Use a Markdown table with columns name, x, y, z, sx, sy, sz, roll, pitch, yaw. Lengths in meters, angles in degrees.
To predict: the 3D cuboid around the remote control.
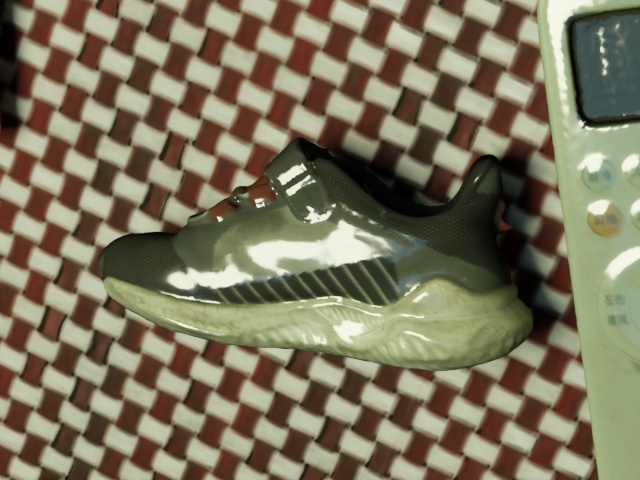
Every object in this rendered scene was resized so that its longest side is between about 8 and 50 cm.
| name | x | y | z | sx | sy | sz | roll | pitch | yaw |
| --- | --- | --- | --- | --- | --- | --- | --- | --- | --- |
| remote control | 0.169 | 0.009 | 0.929 | 0.090 | 0.038 | 0.310 | -5 | 102 | 17 |

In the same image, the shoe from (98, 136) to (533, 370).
| name | x | y | z | sx | sy | sz | roll | pitch | yaw |
| --- | --- | --- | --- | --- | --- | --- | --- | --- | --- |
| shoe | 0.000 | 0.000 | 0.952 | 0.227 | 0.099 | 0.112 | 9 | 99 | 10 |
